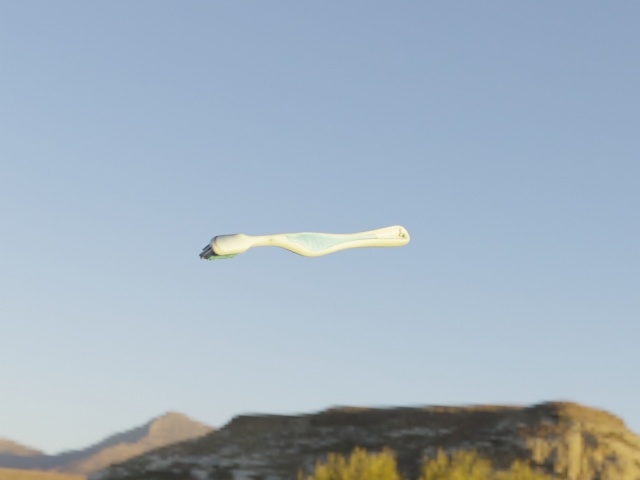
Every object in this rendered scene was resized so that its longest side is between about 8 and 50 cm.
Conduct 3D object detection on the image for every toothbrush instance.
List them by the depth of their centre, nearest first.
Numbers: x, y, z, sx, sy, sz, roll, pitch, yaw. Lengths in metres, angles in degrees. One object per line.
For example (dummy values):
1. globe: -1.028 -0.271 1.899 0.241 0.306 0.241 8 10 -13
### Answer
1. toothbrush: 0.000 0.000 0.570 0.017 0.014 0.162 -34 -19 37
